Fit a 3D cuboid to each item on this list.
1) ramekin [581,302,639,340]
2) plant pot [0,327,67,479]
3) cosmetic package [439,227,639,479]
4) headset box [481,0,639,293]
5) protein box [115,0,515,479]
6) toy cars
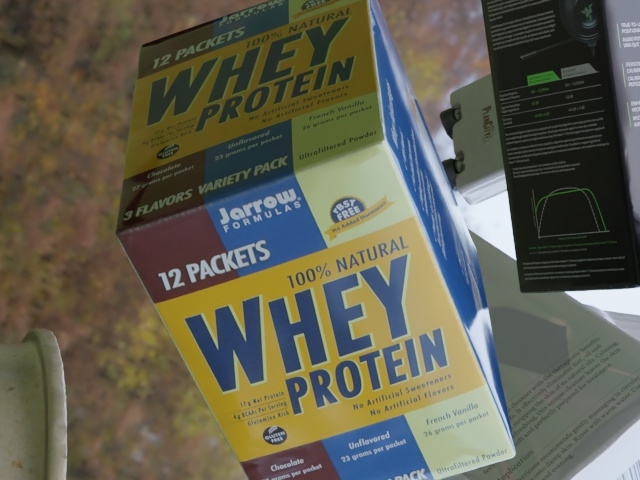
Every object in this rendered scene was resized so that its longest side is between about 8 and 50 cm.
[{"bbox_3d":[0.324,0.205,1.746,0.277,0.135,0.277,-178,-90,-81],"label":"ramekin"},{"bbox_3d":[-0.355,0.209,1.128,0.334,0.306,0.333,-172,-90,-72],"label":"plant pot"},{"bbox_3d":[0.135,0.128,1.447,0.197,0.155,0.365,-37,-137,-16],"label":"cosmetic package"},{"bbox_3d":[0.257,-0.118,1.211,0.131,0.246,0.283,-6,-89,57],"label":"headset box"},{"bbox_3d":[0.000,0.000,0.882,0.136,0.201,0.199,-19,-148,10],"label":"protein box"},{"bbox_3d":[0.240,-0.072,1.583,0.176,0.087,0.394,-45,-149,-17],"label":"toy cars"}]
